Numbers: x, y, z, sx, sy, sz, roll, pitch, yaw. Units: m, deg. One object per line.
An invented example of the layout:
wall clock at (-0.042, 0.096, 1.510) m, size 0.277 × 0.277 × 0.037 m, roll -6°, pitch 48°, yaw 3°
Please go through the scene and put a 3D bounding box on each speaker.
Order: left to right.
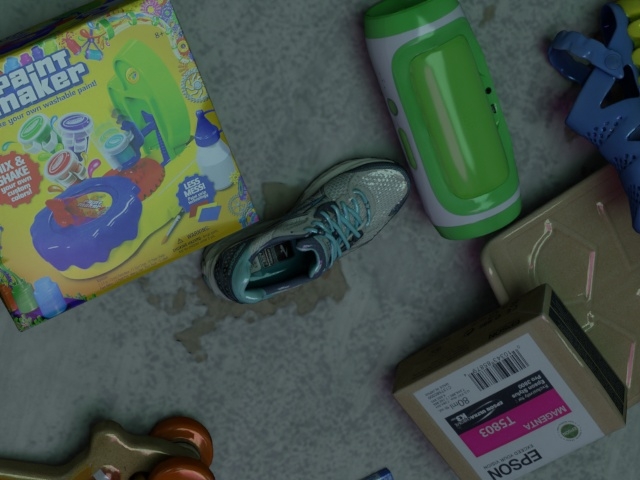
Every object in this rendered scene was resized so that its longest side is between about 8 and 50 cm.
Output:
speaker at (0.151, -0.155, 1.753) m, size 0.131 × 0.131 × 0.296 m, roll -25°, pitch 109°, yaw -13°

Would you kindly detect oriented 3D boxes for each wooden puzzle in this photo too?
wooden puzzle at (0.393, 0.056, 1.920) m, size 0.348 × 0.080 × 0.322 m, roll -34°, pitch 111°, yaw -15°

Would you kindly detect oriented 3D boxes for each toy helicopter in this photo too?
toy helicopter at (-0.301, 0.320, 1.718) m, size 0.355 × 0.140 × 0.235 m, roll 13°, pitch 107°, yaw -11°

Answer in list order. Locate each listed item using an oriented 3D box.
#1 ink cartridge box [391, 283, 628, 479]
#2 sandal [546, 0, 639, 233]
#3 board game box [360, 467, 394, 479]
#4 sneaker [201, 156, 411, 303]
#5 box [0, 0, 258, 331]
ink cartridge box at (0.240, 0.193, 1.819) m, size 0.235 × 0.088 × 0.193 m, roll -32°, pitch 106°, yaw 24°
sandal at (0.370, -0.155, 1.803) m, size 0.138 × 0.126 × 0.317 m, roll -8°, pitch 71°, yaw -3°
board game box at (0.064, 0.359, 1.895) m, size 0.090 × 0.020 × 0.090 m, roll -24°, pitch 109°, yaw -12°
sneaker at (0.000, 0.000, 1.735) m, size 0.283 × 0.122 × 0.110 m, roll -32°, pitch 111°, yaw -11°
box at (-0.268, -0.099, 1.587) m, size 0.290 × 0.177 × 0.279 m, roll -26°, pitch 109°, yaw -13°
